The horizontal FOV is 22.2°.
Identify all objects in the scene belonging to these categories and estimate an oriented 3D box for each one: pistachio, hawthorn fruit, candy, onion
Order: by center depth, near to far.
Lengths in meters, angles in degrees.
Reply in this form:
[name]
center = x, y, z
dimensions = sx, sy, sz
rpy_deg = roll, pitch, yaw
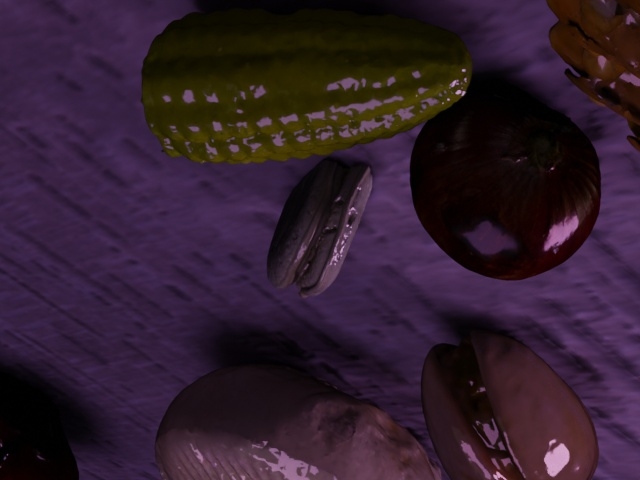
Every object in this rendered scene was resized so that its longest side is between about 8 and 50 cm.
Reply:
[candy]
center = -0.006, -0.094, 0.959
dimensions = 0.209, 0.096, 0.097
rpy_deg = -1, 146, 31
[onion]
center = 0.108, -0.029, 0.970
dimensions = 0.117, 0.118, 0.118
rpy_deg = 17, 154, 3
[pistachio]
center = 0.147, 0.144, 1.273
dimensions = 0.124, 0.124, 0.185
rpy_deg = -4, 128, 43
[hawthorn fruit]
center = -0.405, 0.286, 1.812
dimensions = 0.316, 0.316, 0.316
rpy_deg = 18, 154, 9

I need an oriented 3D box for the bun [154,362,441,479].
[bun]
center = -0.008, 0.202, 1.463
dimensions = 0.287, 0.146, 0.287
rpy_deg = 20, 152, 11

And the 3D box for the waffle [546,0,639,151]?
[waffle]
center = 0.281, -0.039, 0.734
dimensions = 0.380, 0.095, 0.382
rpy_deg = 35, 170, -23

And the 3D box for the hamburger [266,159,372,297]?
[hamburger]
center = -0.004, -0.001, 1.137
dimensions = 0.054, 0.084, 0.121
rpy_deg = 27, 152, -6
